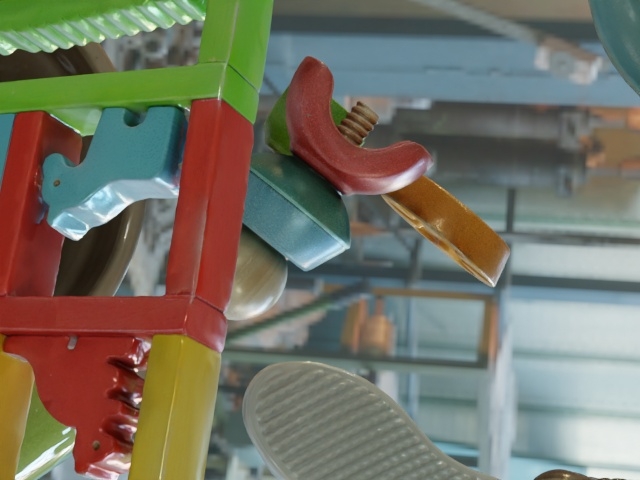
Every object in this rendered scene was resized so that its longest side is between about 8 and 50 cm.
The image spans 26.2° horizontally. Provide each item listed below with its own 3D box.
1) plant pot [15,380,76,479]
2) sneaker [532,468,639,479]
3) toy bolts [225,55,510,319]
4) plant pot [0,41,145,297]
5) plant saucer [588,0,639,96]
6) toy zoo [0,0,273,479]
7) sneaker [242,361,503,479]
[{"bbox_3d":[-0.442,0.206,1.361,0.293,0.275,0.274,-43,144,-32],"label":"plant pot"},{"bbox_3d":[0.193,0.183,0.895,0.188,0.066,0.071,42,47,-35],"label":"sneaker"},{"bbox_3d":[0.000,0.000,0.903,0.158,0.218,0.228,-50,176,-1],"label":"toy bolts"},{"bbox_3d":[-0.272,-0.032,0.873,0.229,0.263,0.263,-11,-108,61],"label":"plant pot"},{"bbox_3d":[0.265,-0.165,0.593,0.044,0.318,0.317,34,53,-40],"label":"plant saucer"},{"bbox_3d":[-0.123,0.027,0.524,0.030,0.192,0.293,37,56,-57],"label":"toy zoo"},{"bbox_3d":[0.038,0.192,1.094,0.102,0.282,0.161,-59,-164,-16],"label":"sneaker"}]
